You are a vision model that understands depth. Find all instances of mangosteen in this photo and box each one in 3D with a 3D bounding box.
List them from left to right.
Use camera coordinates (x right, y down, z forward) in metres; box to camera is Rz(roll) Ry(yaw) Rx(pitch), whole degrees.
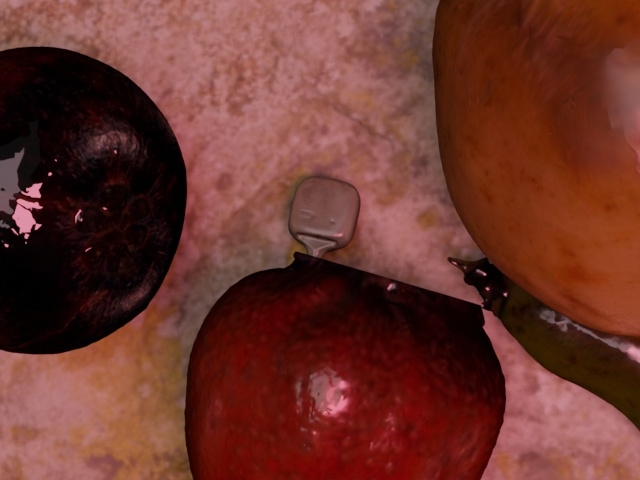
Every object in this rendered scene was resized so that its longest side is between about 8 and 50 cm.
[{"bbox_3d":[-0.203,-0.035,1.033,0.216,0.216,0.216,-1,84,14],"label":"mangosteen"}]

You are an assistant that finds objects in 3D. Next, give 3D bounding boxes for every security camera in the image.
[{"bbox_3d":[0.000,0.000,1.057,0.058,0.058,0.092,16,76,15],"label":"security camera"}]

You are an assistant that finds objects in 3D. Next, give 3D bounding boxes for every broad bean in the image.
[{"bbox_3d":[0.231,0.099,0.976,0.339,0.061,0.077,37,101,16],"label":"broad bean"}]

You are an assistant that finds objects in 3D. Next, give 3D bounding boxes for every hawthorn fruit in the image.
[{"bbox_3d":[0.007,0.129,0.959,0.215,0.215,0.250,24,116,15],"label":"hawthorn fruit"}]

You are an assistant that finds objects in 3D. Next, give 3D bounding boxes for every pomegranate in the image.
[{"bbox_3d":[0.207,-0.091,0.900,0.307,0.307,0.307,-1,84,14],"label":"pomegranate"}]
